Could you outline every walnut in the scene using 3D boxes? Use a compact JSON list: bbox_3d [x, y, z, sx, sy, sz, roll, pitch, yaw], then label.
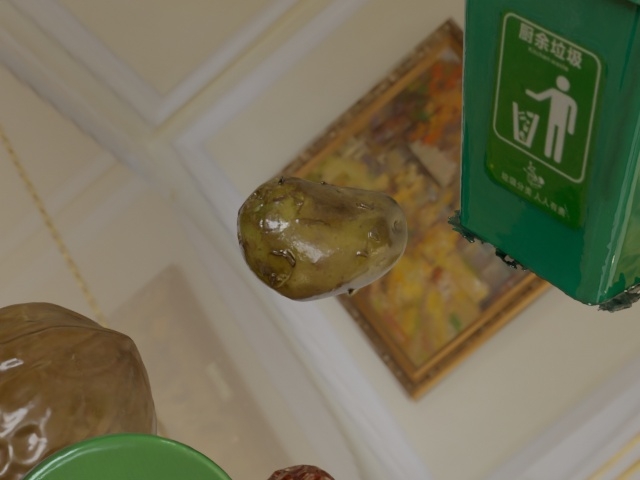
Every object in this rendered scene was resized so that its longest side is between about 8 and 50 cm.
[{"bbox_3d":[-0.393,0.266,1.719,0.354,0.398,0.308,50,-1,41],"label":"walnut"}]

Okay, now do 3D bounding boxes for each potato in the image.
[{"bbox_3d":[0.000,0.000,1.349,0.176,0.137,0.137,8,12,-5],"label":"potato"}]

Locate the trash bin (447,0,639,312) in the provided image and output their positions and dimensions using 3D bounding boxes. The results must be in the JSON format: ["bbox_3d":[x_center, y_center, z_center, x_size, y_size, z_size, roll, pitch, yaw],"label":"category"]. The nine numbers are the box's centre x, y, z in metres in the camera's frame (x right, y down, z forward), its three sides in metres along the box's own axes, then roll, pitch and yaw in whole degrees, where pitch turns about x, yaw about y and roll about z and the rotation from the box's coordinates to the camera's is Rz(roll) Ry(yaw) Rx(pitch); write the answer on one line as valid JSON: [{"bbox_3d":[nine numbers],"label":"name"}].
[{"bbox_3d":[0.267,-0.164,1.158,0.259,0.295,0.381,37,-44,37],"label":"trash bin"}]

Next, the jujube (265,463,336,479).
[{"bbox_3d":[-0.037,0.297,1.274,0.176,0.109,0.112,-63,145,-44],"label":"jujube"}]

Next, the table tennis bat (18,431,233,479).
[{"bbox_3d":[-0.092,0.231,0.753,0.257,0.160,0.039,65,-9,-8],"label":"table tennis bat"}]
